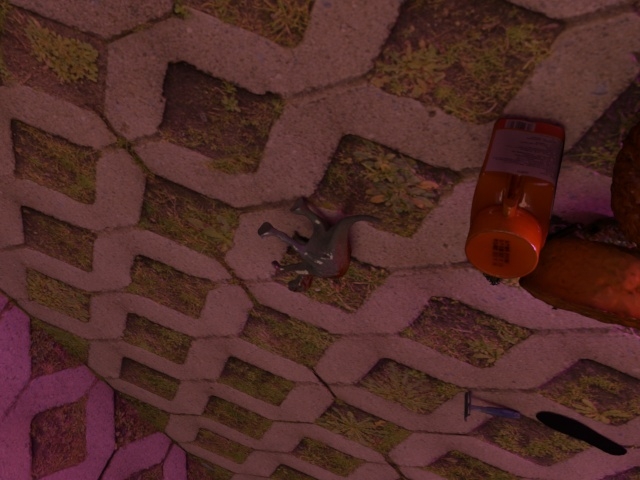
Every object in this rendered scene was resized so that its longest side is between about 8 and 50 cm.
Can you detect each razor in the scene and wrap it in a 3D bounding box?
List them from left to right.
[{"bbox_3d":[0.417,0.414,1.662,0.134,0.068,0.040,9,144,2],"label":"razor"}]

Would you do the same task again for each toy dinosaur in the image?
[{"bbox_3d":[0.000,0.000,1.357,0.205,0.092,0.392,41,139,-20],"label":"toy dinosaur"}]

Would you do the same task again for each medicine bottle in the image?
[{"bbox_3d":[0.286,-0.059,1.012,0.111,0.222,0.149,12,141,17],"label":"medicine bottle"}]

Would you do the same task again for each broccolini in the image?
[{"bbox_3d":[0.376,0.026,1.218,0.044,0.042,0.218,38,140,-17],"label":"broccolini"}]

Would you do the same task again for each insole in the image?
[{"bbox_3d":[0.624,0.460,1.632,0.231,0.003,0.080,26,144,-1],"label":"insole"}]

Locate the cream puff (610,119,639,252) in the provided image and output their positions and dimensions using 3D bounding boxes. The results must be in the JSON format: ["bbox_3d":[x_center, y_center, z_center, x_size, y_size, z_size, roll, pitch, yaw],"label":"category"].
[{"bbox_3d":[0.529,-0.064,0.879,0.302,0.212,0.303,16,144,12],"label":"cream puff"}]

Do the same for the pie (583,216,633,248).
[{"bbox_3d":[0.482,-0.008,1.135,0.085,0.017,0.085,16,141,13],"label":"pie"}]

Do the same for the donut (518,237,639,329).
[{"bbox_3d":[0.454,0.071,1.093,0.277,0.109,0.277,15,177,1],"label":"donut"}]
